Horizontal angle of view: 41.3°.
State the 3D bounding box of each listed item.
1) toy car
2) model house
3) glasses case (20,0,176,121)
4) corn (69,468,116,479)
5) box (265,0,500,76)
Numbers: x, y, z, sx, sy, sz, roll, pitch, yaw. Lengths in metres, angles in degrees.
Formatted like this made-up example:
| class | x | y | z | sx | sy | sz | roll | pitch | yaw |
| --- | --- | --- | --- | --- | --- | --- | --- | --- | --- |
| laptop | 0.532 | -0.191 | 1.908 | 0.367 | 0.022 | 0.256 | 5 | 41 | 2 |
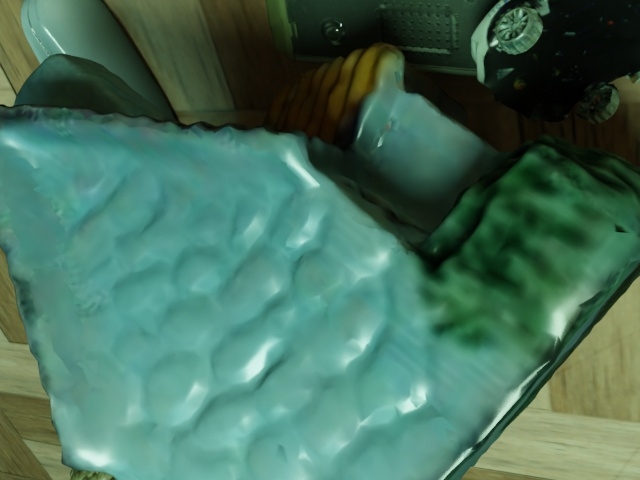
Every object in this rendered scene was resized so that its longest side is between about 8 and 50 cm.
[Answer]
| class | x | y | z | sx | sy | sz | roll | pitch | yaw |
| --- | --- | --- | --- | --- | --- | --- | --- | --- | --- |
| toy car | 0.174 | -0.143 | 0.456 | 0.095 | 0.056 | 0.205 | 27 | 124 | -35 |
| model house | 0.000 | 0.000 | 0.552 | 0.339 | 0.360 | 0.297 | 39 | 103 | 18 |
| glasses case | -0.166 | -0.120 | 0.663 | 0.045 | 0.067 | 0.178 | -7 | 127 | 32 |
| corn | -0.202 | 0.283 | 1.040 | 0.335 | 0.127 | 0.126 | -24 | 117 | 44 |
| box | 0.050 | -0.218 | 0.479 | 0.210 | 0.045 | 0.270 | 10 | 135 | 19 |
